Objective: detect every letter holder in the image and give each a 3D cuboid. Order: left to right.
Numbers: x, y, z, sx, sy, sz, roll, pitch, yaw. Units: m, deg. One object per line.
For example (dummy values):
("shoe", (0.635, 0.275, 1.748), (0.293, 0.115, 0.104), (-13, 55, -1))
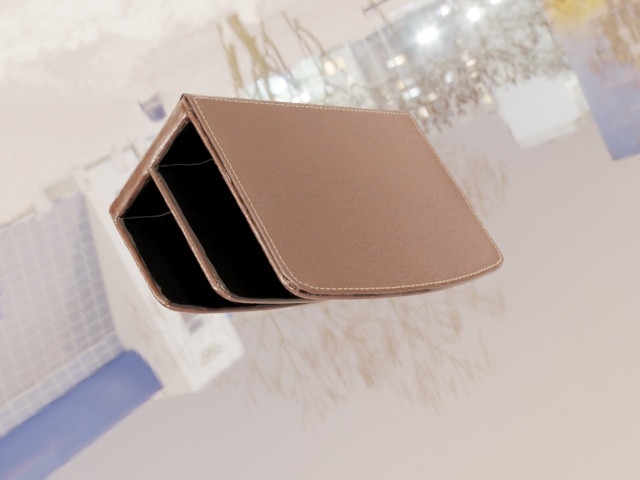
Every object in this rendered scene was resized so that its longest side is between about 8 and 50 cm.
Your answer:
("letter holder", (0.000, 0.000, 0.880), (0.301, 0.214, 0.152), (-5, 145, -47))
